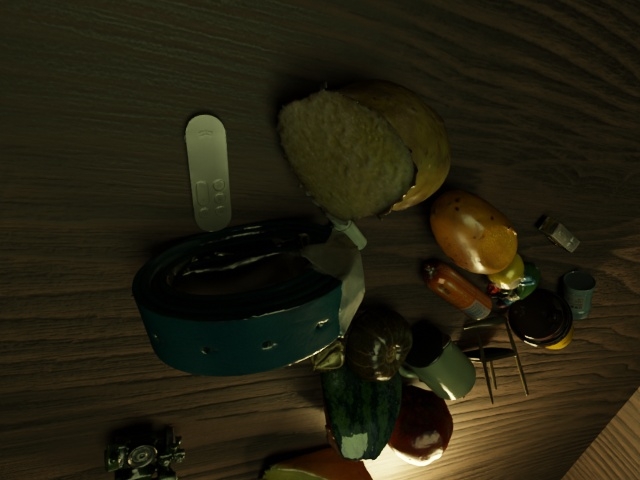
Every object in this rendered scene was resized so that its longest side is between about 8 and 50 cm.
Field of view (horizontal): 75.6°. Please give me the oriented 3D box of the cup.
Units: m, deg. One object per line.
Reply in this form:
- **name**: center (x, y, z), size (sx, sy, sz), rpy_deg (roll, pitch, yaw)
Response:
- **cup**: center (0.784, 0.288, 1.441), size (0.196, 0.196, 0.279), rpy_deg (-48, 136, 11)

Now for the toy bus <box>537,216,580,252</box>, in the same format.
- **toy bus**: center (0.741, -0.017, 1.284), size (0.172, 0.072, 0.057), rpy_deg (26, 104, -35)

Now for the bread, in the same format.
- **bread**: center (-0.020, 0.884, 1.433), size (0.361, 0.245, 0.233), rpy_deg (5, 120, -31)

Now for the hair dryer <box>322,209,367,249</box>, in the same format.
- **hair dryer**: center (0.003, 0.006, 0.992), size (0.183, 0.044, 0.155), rpy_deg (-37, 128, 8)

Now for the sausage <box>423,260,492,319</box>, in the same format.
- **sausage**: center (0.395, 0.142, 1.221), size (0.312, 0.093, 0.093), rpy_deg (32, 105, -36)

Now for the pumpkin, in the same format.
- **pumpkin**: center (0.158, 0.294, 1.182), size (0.219, 0.162, 0.219), rpy_deg (-18, 117, -40)

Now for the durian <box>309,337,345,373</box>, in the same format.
- **durian**: center (0.022, 0.326, 1.174), size (0.140, 0.110, 0.071), rpy_deg (-52, 150, 15)

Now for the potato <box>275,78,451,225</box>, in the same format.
- **potato**: center (0.108, -0.194, 0.792), size (0.237, 0.301, 0.289), rpy_deg (-42, 108, -33)

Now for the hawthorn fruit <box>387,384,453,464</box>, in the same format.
- **hawthorn fruit**: center (0.345, 0.663, 1.434), size (0.254, 0.254, 0.300), rpy_deg (-26, 116, -6)

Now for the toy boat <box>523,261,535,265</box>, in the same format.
- **toy boat**: center (0.667, 0.123, 1.376), size (0.063, 0.016, 0.115), rpy_deg (5, 119, -26)

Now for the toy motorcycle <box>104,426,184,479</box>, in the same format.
- **toy motorcycle**: center (-0.476, 0.620, 1.122), size (0.205, 0.127, 0.275), rpy_deg (2, 117, -29)

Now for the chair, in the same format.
- **chair**: center (0.581, 0.405, 1.444), size (0.188, 0.166, 0.272), rpy_deg (-3, 80, -22)

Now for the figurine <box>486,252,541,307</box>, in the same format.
- **figurine**: center (0.557, 0.116, 1.268), size (0.234, 0.127, 0.185), rpy_deg (13, 131, -41)

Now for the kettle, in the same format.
- **kettle**: center (0.351, 0.397, 1.337), size (0.240, 0.165, 0.255), rpy_deg (-23, 133, 28)

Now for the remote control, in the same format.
- **remote control**: center (-0.219, -0.127, 0.811), size (0.077, 0.022, 0.245), rpy_deg (-9, 125, -21)

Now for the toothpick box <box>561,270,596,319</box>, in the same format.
- **toothpick box**: center (0.922, 0.197, 1.487), size (0.101, 0.101, 0.153), rpy_deg (-24, 126, -8)

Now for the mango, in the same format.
- **mango**: center (0.368, -0.029, 1.031), size (0.160, 0.191, 0.290), rpy_deg (-49, 132, 3)

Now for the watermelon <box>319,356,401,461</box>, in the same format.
- **watermelon**: center (0.131, 0.522, 1.275), size (0.250, 0.283, 0.293), rpy_deg (-4, 152, 6)

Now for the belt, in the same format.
- **belt**: center (-0.128, 0.102, 0.822), size (0.436, 0.300, 0.173), rpy_deg (-13, 126, -11)
